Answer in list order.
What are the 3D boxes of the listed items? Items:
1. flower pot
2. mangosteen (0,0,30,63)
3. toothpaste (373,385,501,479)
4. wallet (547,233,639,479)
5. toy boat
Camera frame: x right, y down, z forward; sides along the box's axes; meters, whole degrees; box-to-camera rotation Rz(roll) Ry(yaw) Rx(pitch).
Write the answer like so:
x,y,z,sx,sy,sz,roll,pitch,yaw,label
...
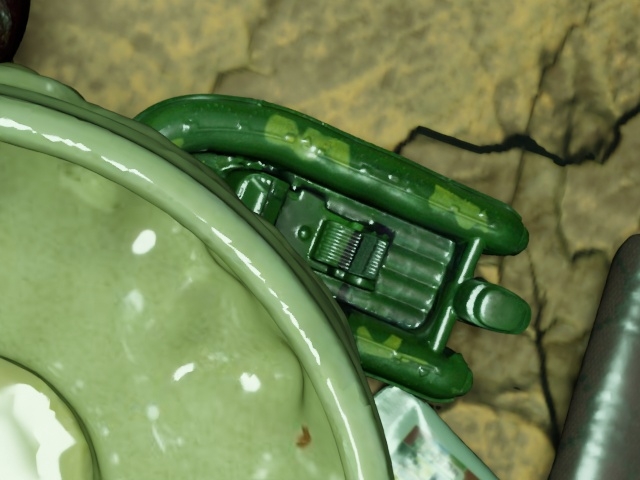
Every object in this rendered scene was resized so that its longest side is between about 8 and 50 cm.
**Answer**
x,y,z,sx,sy,sz,roll,pitch,yaw,label
-0.137,0.096,0.413,0.308,0.244,0.307,1,86,-14,flower pot
-0.177,-0.083,0.474,0.140,0.140,0.140,0,92,-13,mangosteen
0.106,0.175,0.583,0.255,0.037,0.067,43,83,-7,toothpaste
0.193,0.130,0.574,0.182,0.049,0.229,23,77,-11,wallet
0.000,0.000,0.543,0.210,0.052,0.104,23,89,-13,toy boat
